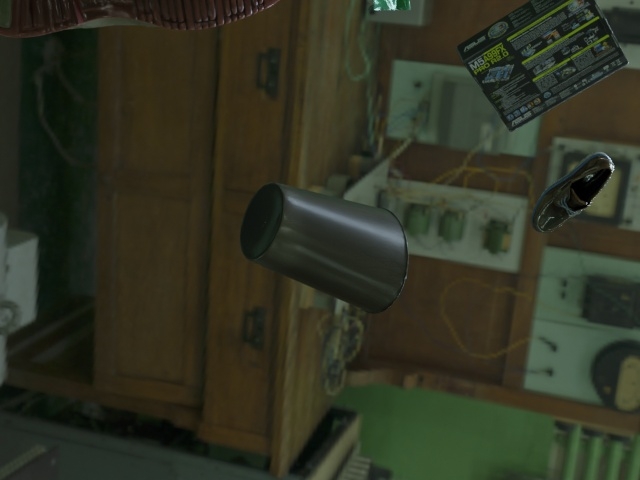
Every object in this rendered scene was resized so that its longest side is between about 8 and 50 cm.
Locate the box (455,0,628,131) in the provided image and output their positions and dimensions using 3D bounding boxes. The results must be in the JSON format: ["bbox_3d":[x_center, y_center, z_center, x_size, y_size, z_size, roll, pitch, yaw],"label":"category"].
[{"bbox_3d":[0.435,-0.363,1.937,0.216,0.270,0.060,46,22,-36],"label":"box"}]

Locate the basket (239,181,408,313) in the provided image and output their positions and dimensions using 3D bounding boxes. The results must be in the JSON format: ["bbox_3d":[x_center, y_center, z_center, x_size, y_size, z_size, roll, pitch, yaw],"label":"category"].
[{"bbox_3d":[0.000,0.000,1.571,0.154,0.227,0.204,-52,-145,29],"label":"basket"}]

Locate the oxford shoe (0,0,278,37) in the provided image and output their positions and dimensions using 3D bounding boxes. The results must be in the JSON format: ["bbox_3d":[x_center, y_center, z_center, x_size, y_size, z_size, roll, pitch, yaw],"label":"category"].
[{"bbox_3d":[-0.211,-0.299,1.111,0.130,0.349,0.122,-134,-139,-69],"label":"oxford shoe"}]

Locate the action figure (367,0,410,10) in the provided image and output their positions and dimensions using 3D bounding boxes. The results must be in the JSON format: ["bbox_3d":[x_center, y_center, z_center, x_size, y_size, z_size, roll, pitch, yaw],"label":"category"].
[{"bbox_3d":[0.112,-0.509,1.680,0.137,0.064,0.232,-24,117,-60],"label":"action figure"}]

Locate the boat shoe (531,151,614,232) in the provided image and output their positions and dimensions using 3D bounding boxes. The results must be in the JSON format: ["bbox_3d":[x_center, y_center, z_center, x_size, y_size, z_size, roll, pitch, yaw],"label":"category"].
[{"bbox_3d":[0.445,-0.080,1.757,0.183,0.066,0.066,-52,-169,19],"label":"boat shoe"}]
